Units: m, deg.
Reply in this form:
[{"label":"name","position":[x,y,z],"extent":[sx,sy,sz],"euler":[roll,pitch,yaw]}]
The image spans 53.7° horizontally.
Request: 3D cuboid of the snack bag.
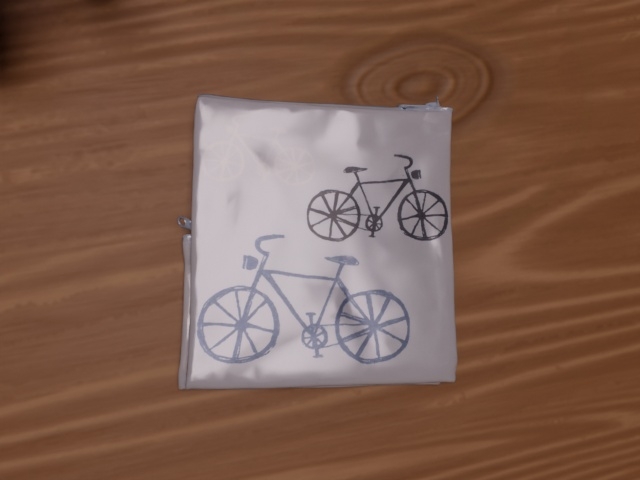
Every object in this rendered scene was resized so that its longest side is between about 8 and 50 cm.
[{"label":"snack bag","position":[0.000,0.000,0.731],"extent":[0.322,0.037,0.343],"euler":[0,87,-10]}]
